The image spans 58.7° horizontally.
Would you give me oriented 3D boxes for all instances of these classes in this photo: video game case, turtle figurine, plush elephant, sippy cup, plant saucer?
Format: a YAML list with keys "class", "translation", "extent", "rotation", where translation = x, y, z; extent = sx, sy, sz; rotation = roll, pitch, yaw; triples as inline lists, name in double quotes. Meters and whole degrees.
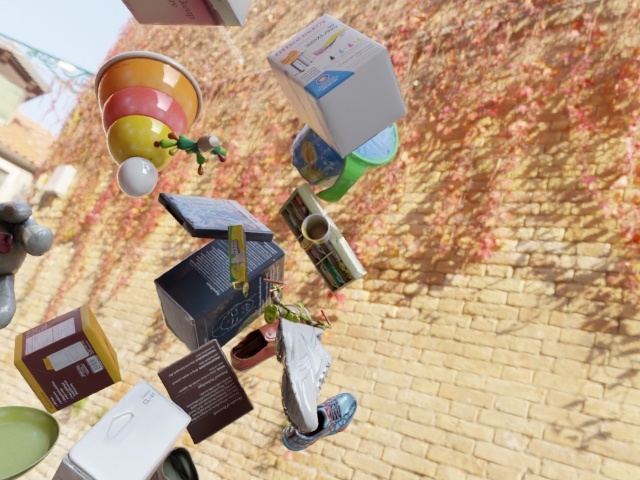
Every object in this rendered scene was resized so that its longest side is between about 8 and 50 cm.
- class: "video game case"
  translation: [-0.314, -0.070, 1.711]
  extent: [0.274, 0.035, 0.248]
  rotation: [4, 24, -42]
- class: "turtle figurine"
  translation: [-0.101, 0.216, 1.733]
  extent: [0.269, 0.087, 0.217]
  rotation: [37, 11, 10]
- class: "plush elephant"
  translation: [-0.788, -0.013, 1.255]
  extent: [0.255, 0.272, 0.330]
  rotation: [21, 21, -46]
- class: "sippy cup"
  translation: [0.045, -0.252, 1.482]
  extent: [0.240, 0.305, 0.224]
  rotation: [53, -43, -4]
- class: "plant saucer"
  translation: [-0.609, 0.386, 1.047]
  extent: [0.240, 0.037, 0.241]
  rotation: [3, 15, -1]

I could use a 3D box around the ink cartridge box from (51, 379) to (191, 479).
- class: "ink cartridge box"
  translation: [-0.397, 0.444, 1.045]
  extent: [0.131, 0.226, 0.306]
  rotation: [37, -61, 1]

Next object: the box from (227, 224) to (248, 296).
- class: "box"
  translation: [-0.220, 0.058, 1.530]
  extent: [0.043, 0.179, 0.105]
  rotation: [-6, -16, -3]

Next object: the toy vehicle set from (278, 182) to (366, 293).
- class: "toy vehicle set"
  translation: [0.000, 0.000, 1.434]
  extent: [0.267, 0.035, 0.166]
  rotation: [57, -26, 6]

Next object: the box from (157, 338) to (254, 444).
- class: "box"
  translation: [-0.290, 0.388, 1.464]
  extent: [0.203, 0.166, 0.168]
  rotation: [58, -14, 9]

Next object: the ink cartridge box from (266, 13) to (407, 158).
- class: "ink cartridge box"
  translation: [0.031, -0.326, 1.185]
  extent: [0.233, 0.171, 0.168]
  rotation: [49, -6, 43]

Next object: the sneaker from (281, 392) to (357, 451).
- class: "sneaker"
  translation: [0.016, 0.521, 1.649]
  extent: [0.104, 0.261, 0.125]
  rotation: [54, -33, 17]

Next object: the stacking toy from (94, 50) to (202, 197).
- class: "stacking toy"
  translation: [-0.566, -0.324, 1.793]
  extent: [0.350, 0.480, 0.351]
  rotation: [-2, -36, -1]

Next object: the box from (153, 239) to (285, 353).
- class: "box"
  translation: [-0.332, 0.171, 1.950]
  extent: [0.212, 0.395, 0.294]
  rotation: [38, -33, 22]

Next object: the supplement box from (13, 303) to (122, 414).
- class: "supplement box"
  translation: [-0.655, 0.308, 1.481]
  extent: [0.129, 0.194, 0.192]
  rotation: [44, -26, 56]

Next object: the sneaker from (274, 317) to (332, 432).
- class: "sneaker"
  translation: [-0.029, 0.294, 1.294]
  extent: [0.129, 0.297, 0.111]
  rotation: [4, -49, -13]

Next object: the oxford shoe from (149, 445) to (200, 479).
- class: "oxford shoe"
  translation: [-0.326, 0.722, 1.449]
  extent: [0.449, 0.130, 0.169]
  rotation: [54, 14, 31]

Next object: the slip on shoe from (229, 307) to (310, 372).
- class: "slip on shoe"
  translation: [-0.178, 0.342, 2.012]
  extent: [0.123, 0.331, 0.101]
  rotation: [49, -16, 33]

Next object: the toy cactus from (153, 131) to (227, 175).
- class: "toy cactus"
  translation: [-0.359, -0.267, 1.664]
  extent: [0.218, 0.112, 0.180]
  rotation: [17, -13, -36]

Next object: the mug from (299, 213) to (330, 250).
- class: "mug"
  translation: [-0.013, -0.018, 1.266]
  extent: [0.078, 0.062, 0.064]
  rotation: [-19, -18, 6]

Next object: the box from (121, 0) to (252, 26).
- class: "box"
  translation: [-0.251, -0.487, 1.030]
  extent: [0.232, 0.127, 0.149]
  rotation: [8, -19, 19]
